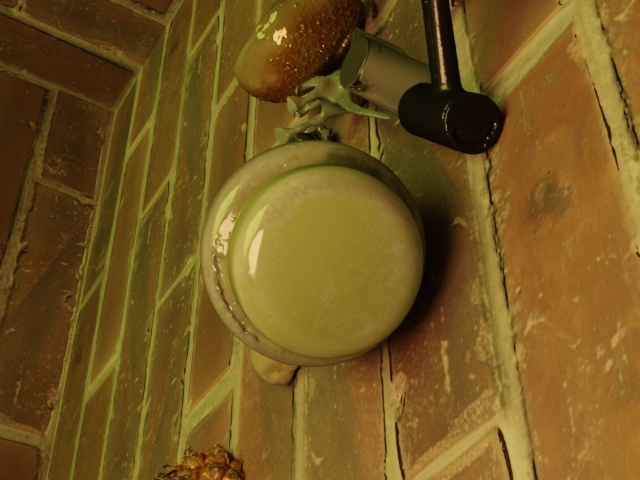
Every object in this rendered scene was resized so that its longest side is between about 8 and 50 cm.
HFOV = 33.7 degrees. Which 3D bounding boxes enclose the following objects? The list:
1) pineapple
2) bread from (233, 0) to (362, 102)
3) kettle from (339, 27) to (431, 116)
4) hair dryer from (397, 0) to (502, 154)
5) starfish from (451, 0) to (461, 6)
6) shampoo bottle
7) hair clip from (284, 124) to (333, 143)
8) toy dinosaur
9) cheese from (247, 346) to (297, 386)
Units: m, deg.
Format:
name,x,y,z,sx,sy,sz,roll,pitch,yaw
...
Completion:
name,x,y,z,sx,sy,sz,roll,pitch,yaw
pineapple,-0.230,0.417,1.869,0.140,0.164,0.250,-61,19,-3
bread,-0.033,-0.395,2.075,0.305,0.159,0.305,-47,-5,-6
kettle,0.116,-0.271,1.709,0.098,0.148,0.127,-10,61,65
hair dryer,0.178,-0.261,1.536,0.197,0.089,0.251,-144,45,-69
starfish,0.263,-0.522,1.656,0.398,0.132,0.384,-150,78,-71
shampoo bottle,-0.015,0.016,1.524,0.322,0.322,0.317,-68,17,1
hair clip,0.017,-0.118,1.918,0.110,0.095,0.358,-36,36,1
toy dinosaur,0.021,-0.253,1.917,0.205,0.092,0.393,-28,14,-22
cheese,-0.078,0.125,1.867,0.159,0.093,0.263,-58,24,21
